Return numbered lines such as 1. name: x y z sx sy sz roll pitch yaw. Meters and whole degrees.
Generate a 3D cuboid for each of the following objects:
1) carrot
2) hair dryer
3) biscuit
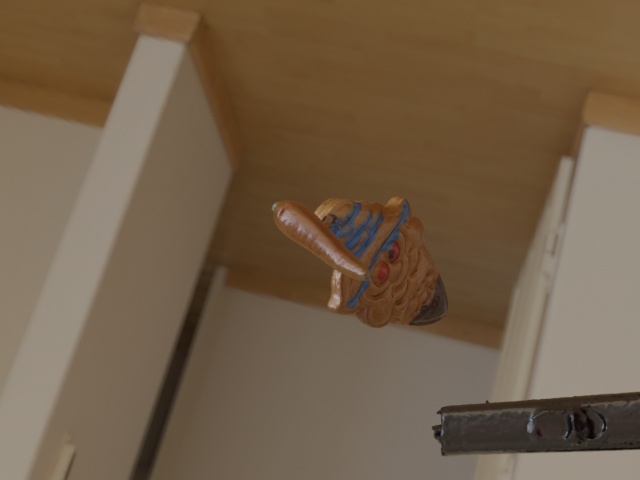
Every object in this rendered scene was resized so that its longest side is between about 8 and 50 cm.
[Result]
1. carrot: 0.000 0.000 1.043 0.142 0.035 0.035 39 174 34
2. hair dryer: 0.200 0.122 0.735 0.251 0.089 0.197 -6 170 9
3. biscuit: 0.086 0.036 1.460 0.280 0.183 0.043 39 161 -35
